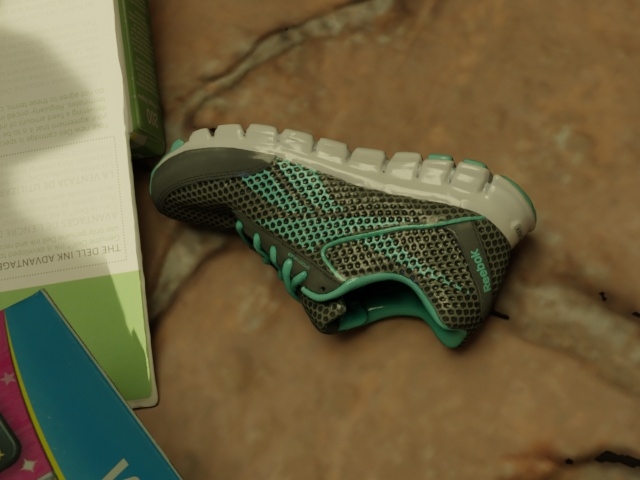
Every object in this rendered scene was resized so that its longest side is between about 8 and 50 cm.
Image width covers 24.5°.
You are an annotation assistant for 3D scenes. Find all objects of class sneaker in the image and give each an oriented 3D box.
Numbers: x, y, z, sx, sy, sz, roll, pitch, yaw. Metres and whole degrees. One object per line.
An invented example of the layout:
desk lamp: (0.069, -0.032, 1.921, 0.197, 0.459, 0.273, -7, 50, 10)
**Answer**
sneaker: (0.000, 0.000, 0.602, 0.166, 0.065, 0.076, 9, 68, 22)

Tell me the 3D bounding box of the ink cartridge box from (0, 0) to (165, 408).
ink cartridge box: (-0.157, -0.032, 0.670, 0.171, 0.056, 0.235, -9, 83, 11)

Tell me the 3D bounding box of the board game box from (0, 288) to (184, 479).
board game box: (-0.166, 0.176, 0.472, 0.303, 0.097, 0.224, -27, 56, -25)
